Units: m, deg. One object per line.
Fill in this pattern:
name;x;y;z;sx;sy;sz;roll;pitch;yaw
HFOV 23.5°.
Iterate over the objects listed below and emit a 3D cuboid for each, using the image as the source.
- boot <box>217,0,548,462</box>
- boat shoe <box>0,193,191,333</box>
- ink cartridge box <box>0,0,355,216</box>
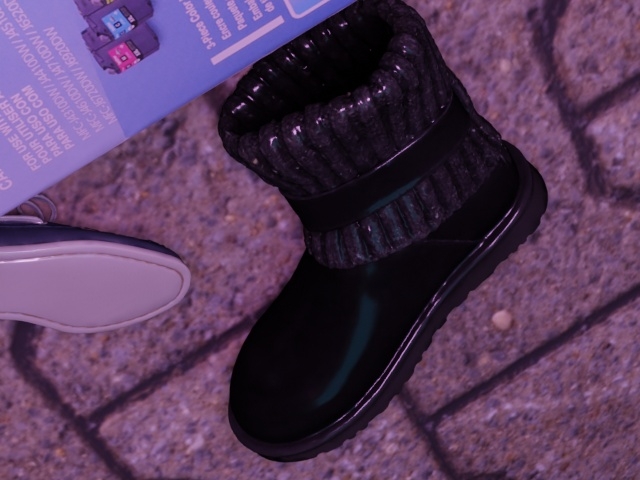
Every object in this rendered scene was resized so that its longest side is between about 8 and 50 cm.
boot;-0.002;-0.003;1.191;0.348;0.131;0.260;-50;139;3
boat shoe;-0.224;0.019;1.137;0.254;0.079;0.095;-4;130;-21
ink cartridge box;-0.191;-0.159;0.874;0.395;0.270;0.151;-32;132;0
